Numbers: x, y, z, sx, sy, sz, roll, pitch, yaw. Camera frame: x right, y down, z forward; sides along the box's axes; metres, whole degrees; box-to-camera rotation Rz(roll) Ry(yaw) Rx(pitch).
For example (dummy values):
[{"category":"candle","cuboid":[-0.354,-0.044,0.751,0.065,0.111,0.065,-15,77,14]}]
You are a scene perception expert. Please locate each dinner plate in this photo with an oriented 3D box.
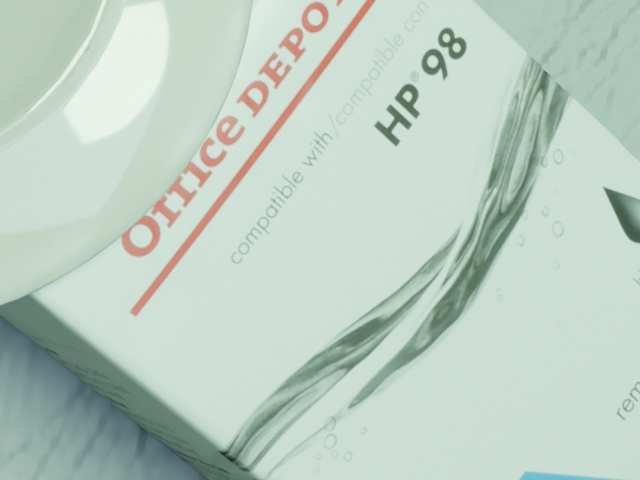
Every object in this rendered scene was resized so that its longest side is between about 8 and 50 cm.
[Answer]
[{"category":"dinner plate","cuboid":[-0.082,-0.054,0.358,0.141,0.017,0.141,0,77,-1]}]

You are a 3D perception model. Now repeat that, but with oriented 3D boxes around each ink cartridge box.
[{"category":"ink cartridge box","cuboid":[0.000,0.000,0.409,0.180,0.060,0.104,41,77,-21]}]
